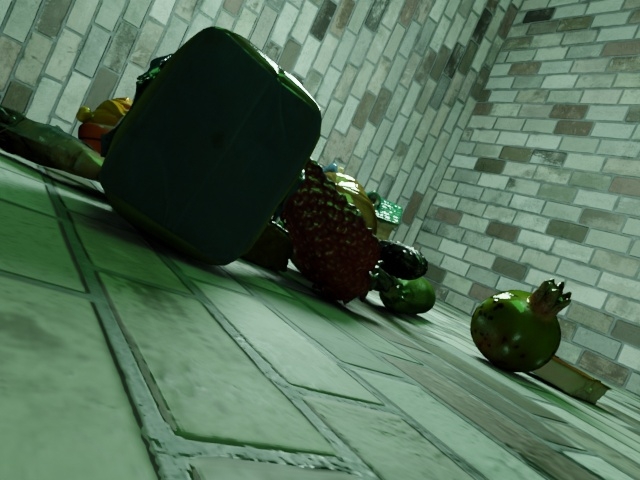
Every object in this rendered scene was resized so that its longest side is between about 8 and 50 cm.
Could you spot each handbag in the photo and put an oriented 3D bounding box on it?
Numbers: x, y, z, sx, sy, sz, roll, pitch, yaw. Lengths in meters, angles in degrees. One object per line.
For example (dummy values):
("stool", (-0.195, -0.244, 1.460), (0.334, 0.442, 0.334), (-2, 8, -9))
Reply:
("handbag", (-0.150, -0.119, 0.668), (0.222, 0.263, 0.241), (31, -4, -24))

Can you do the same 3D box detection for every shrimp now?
("shrimp", (-0.413, -0.144, 0.867), (0.289, 0.075, 0.178), (18, -4, 10))

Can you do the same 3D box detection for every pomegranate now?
("pomegranate", (0.365, 0.149, 0.936), (0.159, 0.205, 0.159), (19, 38, -15))

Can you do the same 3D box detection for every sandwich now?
("sandwich", (0.477, 0.265, 1.053), (0.193, 0.058, 0.162), (26, 1, -12))
("sandwich", (-0.166, -0.034, 0.959), (0.226, 0.087, 0.251), (23, 1, -15))

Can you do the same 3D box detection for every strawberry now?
("strawberry", (0.000, 0.000, 0.810), (0.286, 0.106, 0.188), (54, -21, -17))

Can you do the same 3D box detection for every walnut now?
("walnut", (0.022, -0.023, 1.021), (0.193, 0.225, 0.193), (6, 39, -5))

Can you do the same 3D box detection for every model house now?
("model house", (0.070, -0.081, 1.801), (0.382, 0.342, 0.334), (24, 0, -1))

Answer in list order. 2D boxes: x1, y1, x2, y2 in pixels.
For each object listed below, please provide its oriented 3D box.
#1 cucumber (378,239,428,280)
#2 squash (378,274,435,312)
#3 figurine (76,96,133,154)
("cucumber", (0.138, 0.036, 1.053), (0.072, 0.081, 0.303), (0, -2, -16))
("squash", (0.201, 0.120, 1.180), (0.101, 0.101, 0.379), (24, 3, 23))
("figurine", (-0.437, -0.216, 1.247), (0.323, 0.196, 0.320), (30, -9, 4))
